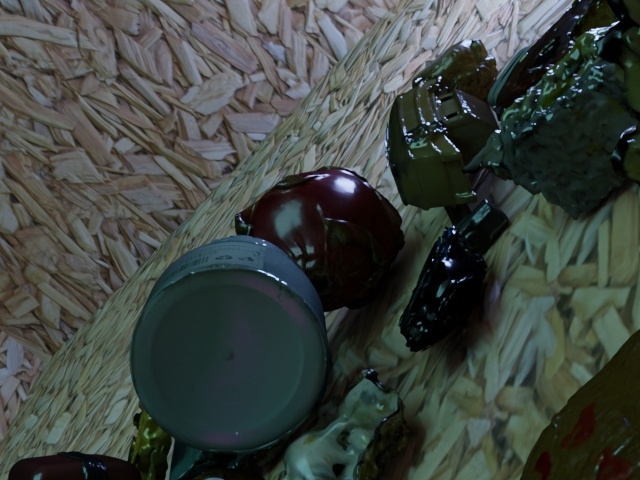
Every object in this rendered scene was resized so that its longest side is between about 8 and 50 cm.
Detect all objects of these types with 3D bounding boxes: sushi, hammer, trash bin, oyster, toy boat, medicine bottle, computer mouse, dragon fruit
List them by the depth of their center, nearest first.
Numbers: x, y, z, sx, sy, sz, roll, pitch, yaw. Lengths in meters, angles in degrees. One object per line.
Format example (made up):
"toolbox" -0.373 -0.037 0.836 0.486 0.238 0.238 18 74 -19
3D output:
"oyster" 0.026 0.257 1.599 0.214 0.083 0.223 -42 18 45
"sushi" 0.309 -0.137 1.616 0.274 0.139 0.184 -44 11 36
"computer mouse" 0.156 0.063 1.687 0.241 0.078 0.146 -60 -7 -67
"medicine bottle" -0.109 0.118 1.778 0.245 0.245 0.290 -48 7 9
"hammer" 0.196 -0.043 1.974 0.111 0.043 0.365 -49 11 11
"toy boat" 0.185 -0.141 2.015 0.162 0.135 0.445 -17 16 9
"trash bin" 0.319 -0.241 2.048 0.116 0.059 0.130 -54 14 -7
"dragon fruit" -0.001 0.001 2.060 0.250 0.250 0.315 -41 1 37

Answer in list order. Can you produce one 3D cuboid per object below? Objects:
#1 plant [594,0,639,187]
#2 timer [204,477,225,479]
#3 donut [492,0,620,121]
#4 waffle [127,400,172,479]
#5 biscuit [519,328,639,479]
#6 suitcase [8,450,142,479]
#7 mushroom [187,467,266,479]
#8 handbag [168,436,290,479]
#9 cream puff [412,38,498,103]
"plant" 0.351 -0.154 1.258 0.306 0.261 0.297 -41 11 -9
"timer" -0.115 0.401 1.421 0.194 0.192 0.195 -44 14 27
"donut" 0.337 -0.227 1.867 0.216 0.096 0.230 -44 14 36
"waffle" -0.268 0.365 2.070 0.307 0.060 0.311 157 125 -78
"biscuit" 0.257 0.174 1.137 0.257 0.049 0.273 -48 15 8
"suitcase" -0.331 0.437 1.855 0.236 0.161 0.297 165 105 -67
"mushroom" -0.149 0.385 1.700 0.253 0.153 0.253 -39 11 9
"handbag" -0.099 0.249 2.024 0.269 0.100 0.274 -45 14 7
"cream puff" 0.228 -0.259 2.277 0.150 0.115 0.165 -42 5 7
